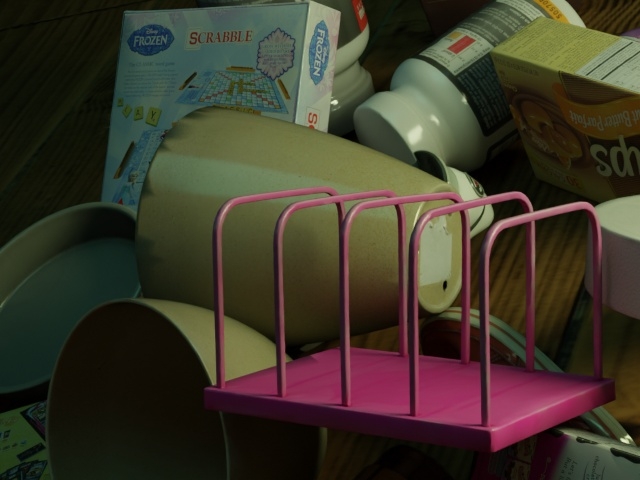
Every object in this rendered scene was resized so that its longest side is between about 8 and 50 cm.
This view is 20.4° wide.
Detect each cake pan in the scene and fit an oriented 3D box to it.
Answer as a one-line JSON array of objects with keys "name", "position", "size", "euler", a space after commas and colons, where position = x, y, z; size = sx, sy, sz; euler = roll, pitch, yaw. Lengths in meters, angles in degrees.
[{"name": "cake pan", "position": [-0.318, 0.080, 2.159], "size": [0.293, 0.054, 0.293], "euler": [-20, 41, 19]}]

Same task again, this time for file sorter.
[{"name": "file sorter", "position": [0.073, 0.052, 1.504], "size": [0.290, 0.182, 0.202], "euler": [4, 10, 37]}]

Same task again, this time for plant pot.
[{"name": "plant pot", "position": [0.000, 0.000, 1.781], "size": [0.274, 0.256, 0.256], "euler": [6, 40, 31]}, {"name": "plant pot", "position": [-0.106, 0.191, 1.709], "size": [0.191, 0.284, 0.284], "euler": [-3, 10, -43]}]

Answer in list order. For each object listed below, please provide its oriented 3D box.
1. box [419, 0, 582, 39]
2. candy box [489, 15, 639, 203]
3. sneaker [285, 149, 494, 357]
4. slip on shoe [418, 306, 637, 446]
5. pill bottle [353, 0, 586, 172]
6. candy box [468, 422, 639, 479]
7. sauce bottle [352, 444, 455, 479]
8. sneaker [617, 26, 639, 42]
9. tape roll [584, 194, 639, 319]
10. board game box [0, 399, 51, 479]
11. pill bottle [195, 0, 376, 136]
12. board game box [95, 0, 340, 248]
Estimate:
[{"name": "box", "position": [0.232, -0.365, 2.376], "size": [0.167, 0.203, 0.168], "euler": [-5, 34, 31]}, {"name": "candy box", "position": [0.331, -0.123, 1.930], "size": [0.087, 0.183, 0.316], "euler": [-36, 31, -19]}, {"name": "sneaker", "position": [0.055, 0.042, 1.959], "size": [0.330, 0.146, 0.122], "euler": [-36, 55, 24]}, {"name": "slip on shoe", "position": [0.175, 0.160, 1.665], "size": [0.101, 0.123, 0.331], "euler": [-35, 35, -10]}, {"name": "pill bottle", "position": [0.186, -0.180, 2.155], "size": [0.278, 0.162, 0.162], "euler": [-35, 31, -19]}, {"name": "candy box", "position": [0.221, 0.240, 1.450], "size": [0.071, 0.159, 0.233], "euler": [10, 3, -41]}, {"name": "sauce bottle", "position": [-0.013, 0.323, 1.538], "size": [0.344, 0.111, 0.111], "euler": [-41, 33, -26]}, {"name": "sneaker", "position": [0.458, -0.216, 2.077], "size": [0.161, 0.102, 0.282], "euler": [-28, 29, -13]}, {"name": "tape roll", "position": [0.425, 0.021, 1.556], "size": [0.392, 0.072, 0.392], "euler": [2, 12, 0]}, {"name": "board game box", "position": [-0.297, 0.236, 1.956], "size": [0.243, 0.042, 0.165], "euler": [-17, 30, 13]}, {"name": "pill bottle", "position": [-0.055, -0.318, 2.332], "size": [0.210, 0.363, 0.210], "euler": [-15, 25, 7]}, {"name": "board game box", "position": [-0.131, -0.129, 2.200], "size": [0.318, 0.318, 0.066], "euler": [4, -5, 39]}]
